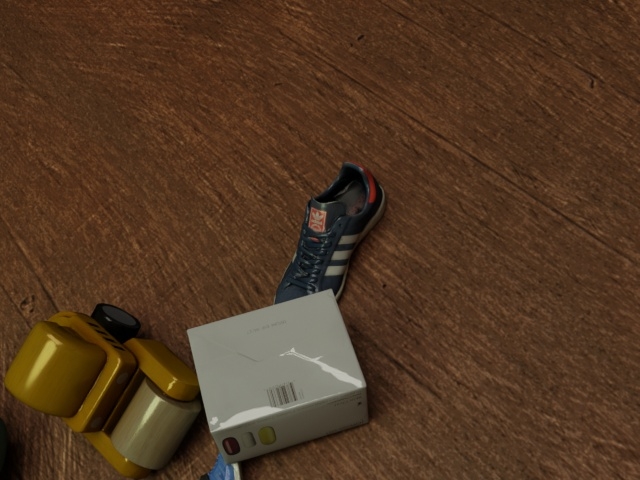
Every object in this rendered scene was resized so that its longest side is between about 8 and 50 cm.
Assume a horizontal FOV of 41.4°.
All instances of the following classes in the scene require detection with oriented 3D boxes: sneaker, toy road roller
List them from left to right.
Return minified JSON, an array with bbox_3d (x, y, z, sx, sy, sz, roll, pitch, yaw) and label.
[{"bbox_3d":[-0.399,0.259,1.505,0.330,0.241,0.202,35,97,29],"label":"toy road roller"},{"bbox_3d":[-0.180,0.400,1.480,0.085,0.058,0.152,-12,64,1],"label":"sneaker"},{"bbox_3d":[0.000,0.000,1.603,0.131,0.148,0.350,18,68,27],"label":"sneaker"}]

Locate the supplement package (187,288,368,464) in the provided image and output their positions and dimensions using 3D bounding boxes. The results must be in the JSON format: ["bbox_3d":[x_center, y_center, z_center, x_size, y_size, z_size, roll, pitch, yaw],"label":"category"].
[{"bbox_3d":[-0.071,0.234,1.456,0.262,0.145,0.204,-16,54,-5],"label":"supplement package"}]

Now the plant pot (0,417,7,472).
[{"bbox_3d":[-0.717,0.397,1.539,0.293,0.293,0.235,9,51,23],"label":"plant pot"}]
